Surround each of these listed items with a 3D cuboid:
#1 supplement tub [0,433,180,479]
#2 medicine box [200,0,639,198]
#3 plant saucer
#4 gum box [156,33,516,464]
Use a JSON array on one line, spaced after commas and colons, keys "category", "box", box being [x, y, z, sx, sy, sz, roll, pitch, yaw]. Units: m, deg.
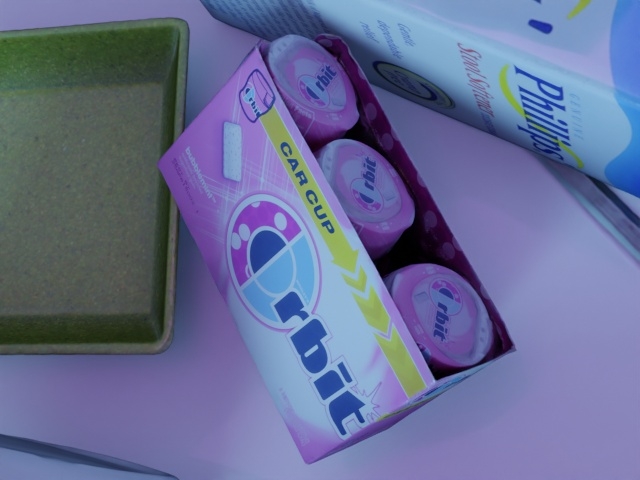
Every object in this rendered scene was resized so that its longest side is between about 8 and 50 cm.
[{"category": "supplement tub", "box": [-0.172, 0.227, 0.551, 0.191, 0.191, 0.272, 10, 80, 16]}, {"category": "medicine box", "box": [0.097, -0.204, 0.604, 0.289, 0.149, 0.263, 25, 85, 19]}, {"category": "plant saucer", "box": [-0.160, -0.025, 0.682, 0.188, 0.045, 0.188, -2, 77, 14]}, {"category": "gum box", "box": [0.000, 0.000, 0.592, 0.107, 0.062, 0.188, -41, 71, 45]}]
